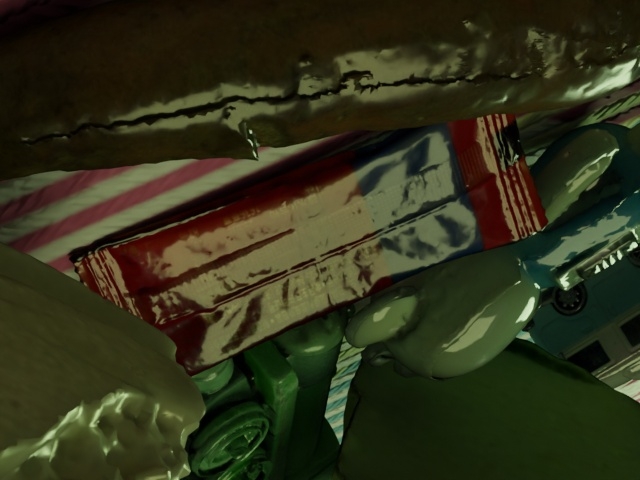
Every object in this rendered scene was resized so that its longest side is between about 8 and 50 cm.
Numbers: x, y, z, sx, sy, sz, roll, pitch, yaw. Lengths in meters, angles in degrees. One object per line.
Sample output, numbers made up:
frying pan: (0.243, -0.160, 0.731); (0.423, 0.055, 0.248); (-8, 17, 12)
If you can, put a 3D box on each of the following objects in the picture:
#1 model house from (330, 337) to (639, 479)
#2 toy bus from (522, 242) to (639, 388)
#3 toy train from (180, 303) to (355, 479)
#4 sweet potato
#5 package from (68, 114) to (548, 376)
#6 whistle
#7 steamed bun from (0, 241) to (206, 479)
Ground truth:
model house: (0.083, 0.175, 0.757); (0.214, 0.195, 0.189); (-65, 175, -65)
toy bus: (0.197, 0.049, 0.882); (0.123, 0.075, 0.060); (-35, 156, 19)
toy train: (-0.037, 0.101, 0.746); (0.119, 0.085, 0.251); (-33, 159, -21)
sweet potato: (0.004, -0.062, 0.449); (0.273, 0.075, 0.075); (-15, 155, -20)
package: (0.000, 0.000, 0.596); (0.200, 0.022, 0.083); (-23, 123, -5)
whistle: (0.114, -0.011, 0.674); (0.236, 0.077, 0.114); (-37, 151, 9)
steamed bun: (-0.188, 0.111, 0.442); (0.290, 0.272, 0.273); (-36, 113, 23)
